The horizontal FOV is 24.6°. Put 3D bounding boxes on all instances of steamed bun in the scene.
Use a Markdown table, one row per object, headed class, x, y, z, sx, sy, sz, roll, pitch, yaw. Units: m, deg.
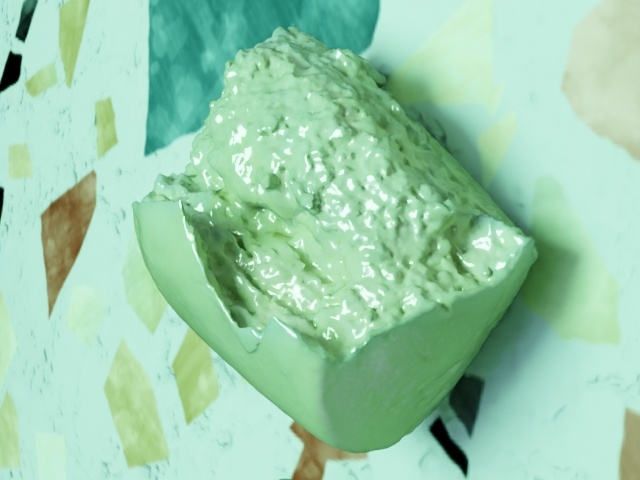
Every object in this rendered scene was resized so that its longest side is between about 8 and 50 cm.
| class | x | y | z | sx | sy | sz | roll | pitch | yaw |
| --- | --- | --- | --- | --- | --- | --- | --- | --- | --- |
| steamed bun | 0.000 | 0.000 | 0.832 | 0.225 | 0.170 | 0.200 | 38 | 112 | 44 |

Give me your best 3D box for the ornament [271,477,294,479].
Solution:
| class | x | y | z | sx | sy | sz | roll | pitch | yaw |
| --- | --- | --- | --- | --- | --- | --- | --- | --- | --- |
| ornament | -0.003 | 0.282 | 0.861 | 0.130 | 0.120 | 0.285 | -39 | 56 | 20 |
